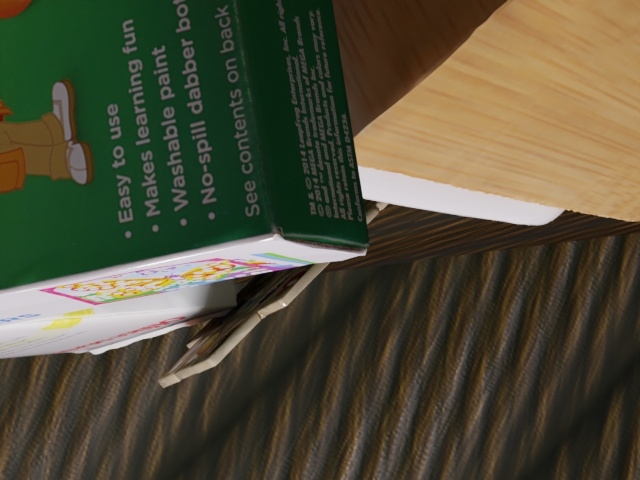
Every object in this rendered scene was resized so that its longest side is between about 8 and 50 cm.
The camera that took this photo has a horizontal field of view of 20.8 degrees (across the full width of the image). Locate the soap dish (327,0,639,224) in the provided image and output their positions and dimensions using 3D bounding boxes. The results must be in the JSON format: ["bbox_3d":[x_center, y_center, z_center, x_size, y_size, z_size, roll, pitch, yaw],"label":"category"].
[{"bbox_3d":[0.034,-0.125,0.553,0.118,0.229,0.291,-32,165,20],"label":"soap dish"}]

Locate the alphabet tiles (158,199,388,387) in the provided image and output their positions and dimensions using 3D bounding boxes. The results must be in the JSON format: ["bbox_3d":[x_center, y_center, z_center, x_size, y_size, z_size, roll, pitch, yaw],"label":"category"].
[{"bbox_3d":[0.000,0.000,1.508,0.342,0.011,0.285,-45,-174,-21],"label":"alphabet tiles"}]

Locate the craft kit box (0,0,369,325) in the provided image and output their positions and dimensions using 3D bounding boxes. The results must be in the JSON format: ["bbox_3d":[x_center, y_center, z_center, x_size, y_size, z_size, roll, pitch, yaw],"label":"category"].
[{"bbox_3d":[-0.125,-0.097,0.435,0.247,0.250,0.061,-13,172,26],"label":"craft kit box"}]

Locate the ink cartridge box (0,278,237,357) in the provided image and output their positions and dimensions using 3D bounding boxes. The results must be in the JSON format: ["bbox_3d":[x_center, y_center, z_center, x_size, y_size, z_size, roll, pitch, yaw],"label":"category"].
[{"bbox_3d":[-0.308,0.017,1.491,0.385,0.160,0.279,-2,170,-40],"label":"ink cartridge box"}]
